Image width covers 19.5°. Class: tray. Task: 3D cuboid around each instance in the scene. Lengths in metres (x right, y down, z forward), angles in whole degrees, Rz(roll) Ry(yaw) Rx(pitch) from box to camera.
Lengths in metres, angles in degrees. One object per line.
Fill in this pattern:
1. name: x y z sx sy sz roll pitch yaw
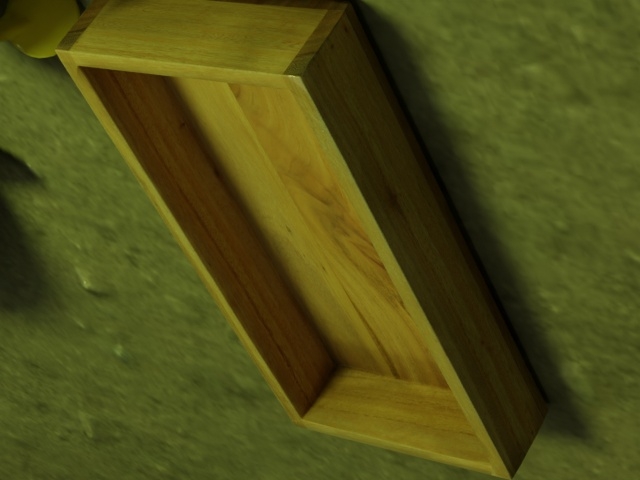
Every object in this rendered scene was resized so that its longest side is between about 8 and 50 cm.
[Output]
1. tray: 0.000 0.000 1.292 0.203 0.076 0.411 10 145 36

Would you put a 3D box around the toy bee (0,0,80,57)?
1. toy bee: -0.256 -0.123 1.272 0.298 0.195 0.162 98 152 -89
